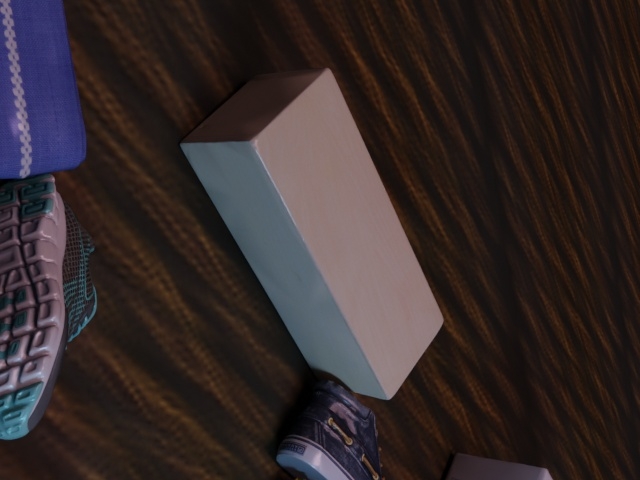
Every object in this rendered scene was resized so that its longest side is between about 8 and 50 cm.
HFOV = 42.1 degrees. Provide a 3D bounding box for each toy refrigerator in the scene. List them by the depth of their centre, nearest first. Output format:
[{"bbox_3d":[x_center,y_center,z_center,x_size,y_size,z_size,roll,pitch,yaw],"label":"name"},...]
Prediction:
[{"bbox_3d":[0.000,0.000,0.697,0.102,0.094,0.269,-50,126,-32],"label":"toy refrigerator"}]

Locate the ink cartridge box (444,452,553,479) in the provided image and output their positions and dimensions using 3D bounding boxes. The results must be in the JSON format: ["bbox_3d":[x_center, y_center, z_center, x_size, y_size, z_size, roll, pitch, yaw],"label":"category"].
[{"bbox_3d":[0.186,0.412,0.906,0.211,0.122,0.289,56,49,-35],"label":"ink cartridge box"}]

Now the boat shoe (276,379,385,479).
[{"bbox_3d":[0.035,0.208,0.759,0.183,0.065,0.083,56,50,-35],"label":"boat shoe"}]

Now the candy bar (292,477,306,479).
[{"bbox_3d":[0.004,0.260,0.745,0.161,0.040,0.018,57,11,-36],"label":"candy bar"}]

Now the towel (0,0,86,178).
[{"bbox_3d":[-0.268,-0.139,0.385,0.336,0.040,0.243,-12,94,-50],"label":"towel"}]

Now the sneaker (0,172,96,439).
[{"bbox_3d":[-0.158,0.040,0.485,0.076,0.065,0.166,56,24,-51],"label":"sneaker"}]
